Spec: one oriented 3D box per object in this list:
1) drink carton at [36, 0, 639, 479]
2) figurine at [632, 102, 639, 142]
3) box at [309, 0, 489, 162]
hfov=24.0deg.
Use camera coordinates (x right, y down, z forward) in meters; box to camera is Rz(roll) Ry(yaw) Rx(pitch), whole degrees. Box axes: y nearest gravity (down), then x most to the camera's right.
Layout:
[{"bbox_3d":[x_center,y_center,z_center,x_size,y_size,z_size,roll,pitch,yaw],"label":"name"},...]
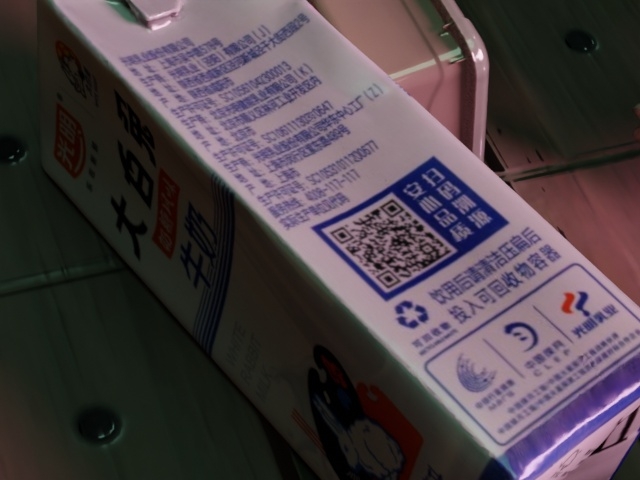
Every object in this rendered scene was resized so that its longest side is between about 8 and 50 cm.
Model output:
[{"bbox_3d":[0.000,0.000,0.667,0.106,0.130,0.315,-29,62,-30],"label":"drink carton"},{"bbox_3d":[0.404,-0.140,0.771,0.377,0.266,0.361,25,58,9],"label":"figurine"},{"bbox_3d":[0.037,-0.075,0.741,0.062,0.122,0.089,-21,59,-11],"label":"box"}]
